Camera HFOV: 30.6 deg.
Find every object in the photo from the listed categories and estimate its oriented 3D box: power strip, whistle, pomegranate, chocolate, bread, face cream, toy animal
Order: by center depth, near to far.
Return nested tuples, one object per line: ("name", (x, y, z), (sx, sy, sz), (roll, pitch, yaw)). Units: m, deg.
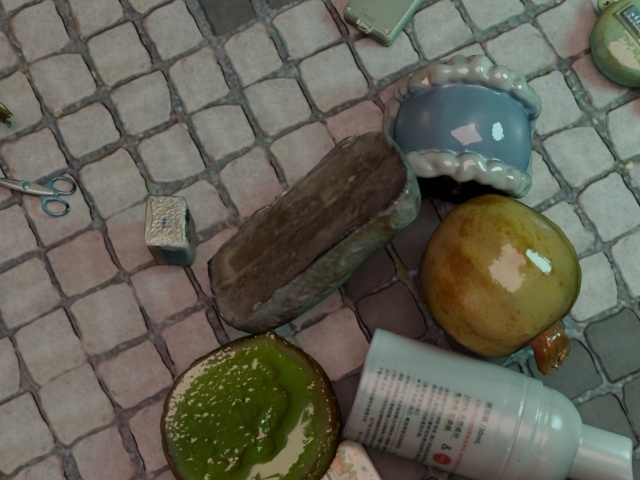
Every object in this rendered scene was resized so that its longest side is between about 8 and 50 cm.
("face cream", (0.222, 0.228, 1.429), (0.369, 0.145, 0.145), (17, 77, 3))
("pomegranate", (0.224, 0.043, 1.442), (0.207, 0.207, 0.207), (0, 76, 0))
("bread", (-0.085, 0.226, 1.449), (0.236, 0.070, 0.236), (-3, 67, 8))
("chocolate", (0.000, 0.000, 1.458), (0.303, 0.185, 0.100), (-41, 119, 13))
("toy animal", (0.188, -0.148, 1.517), (0.208, 0.156, 0.204), (11, 80, -1))
("whistle", (0.460, -0.233, 1.582), (0.126, 0.067, 0.258), (-34, 81, -7))
("power strip", (0.110, -0.361, 1.630), (0.081, 0.035, 0.192), (33, 78, 9))

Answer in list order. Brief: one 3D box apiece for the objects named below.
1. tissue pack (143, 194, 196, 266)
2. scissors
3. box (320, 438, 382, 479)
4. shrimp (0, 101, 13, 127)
("tissue pack", (-0.194, -0.011, 1.514), (0.058, 0.094, 0.074), (-1, 73, 1))
("scissors", (-0.390, -0.070, 1.571), (0.119, 0.014, 0.058), (16, 72, 1))
("box", (-0.022, 0.349, 1.454), (0.220, 0.032, 0.122), (-29, 77, -7))
("shrimp", (-0.569, -0.189, 1.578), (0.317, 0.077, 0.168), (17, 87, 9))
